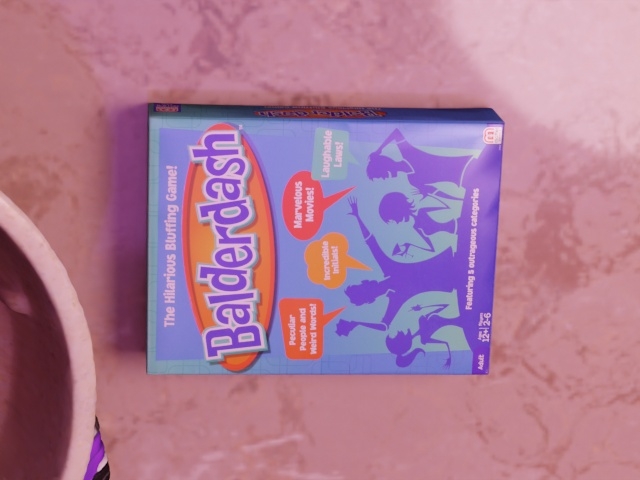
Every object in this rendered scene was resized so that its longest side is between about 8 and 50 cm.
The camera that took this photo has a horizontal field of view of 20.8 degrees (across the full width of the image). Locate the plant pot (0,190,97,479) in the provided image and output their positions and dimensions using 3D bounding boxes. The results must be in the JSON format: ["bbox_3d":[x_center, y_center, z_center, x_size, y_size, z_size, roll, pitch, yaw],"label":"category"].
[{"bbox_3d":[-0.321,0.039,0.864,0.334,0.305,0.334,-14,121,-25],"label":"plant pot"}]

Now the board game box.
[{"bbox_3d":[0.000,0.000,1.049,0.210,0.047,0.160,0,105,-5],"label":"board game box"}]

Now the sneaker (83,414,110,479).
[{"bbox_3d":[-0.265,0.172,1.041,0.293,0.102,0.146,-12,107,-2],"label":"sneaker"}]
